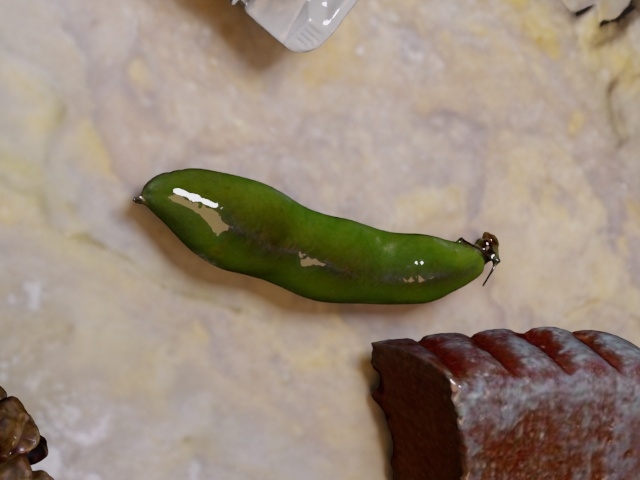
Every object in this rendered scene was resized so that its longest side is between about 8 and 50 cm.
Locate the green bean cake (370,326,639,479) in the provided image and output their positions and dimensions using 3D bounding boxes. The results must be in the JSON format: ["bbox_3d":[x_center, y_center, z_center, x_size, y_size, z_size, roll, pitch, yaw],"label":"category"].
[{"bbox_3d":[0.128,0.171,1.226,0.198,0.097,0.233,-4,109,-23],"label":"green bean cake"}]

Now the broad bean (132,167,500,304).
[{"bbox_3d":[-0.001,0.004,1.143,0.254,0.046,0.065,12,96,-28],"label":"broad bean"}]

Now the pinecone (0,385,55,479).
[{"bbox_3d":[-0.241,0.134,1.017,0.184,0.179,0.204,-24,135,10],"label":"pinecone"}]

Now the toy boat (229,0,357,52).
[{"bbox_3d":[0.033,-0.235,1.030,0.269,0.141,0.141,-45,120,12],"label":"toy boat"}]
